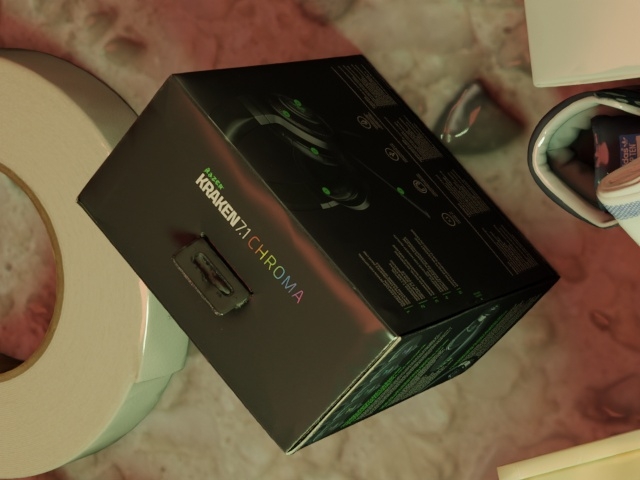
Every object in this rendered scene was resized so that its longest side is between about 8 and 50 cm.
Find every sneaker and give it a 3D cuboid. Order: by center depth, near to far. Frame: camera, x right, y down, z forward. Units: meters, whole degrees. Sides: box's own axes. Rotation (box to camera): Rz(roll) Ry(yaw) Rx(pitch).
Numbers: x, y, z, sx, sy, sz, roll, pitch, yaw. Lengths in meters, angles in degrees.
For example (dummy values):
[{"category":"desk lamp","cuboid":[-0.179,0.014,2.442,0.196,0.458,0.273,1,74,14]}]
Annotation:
[{"category":"sneaker","cuboid":[0.276,-0.063,1.164,0.282,0.153,0.099,-1,98,31]}]

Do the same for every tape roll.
[{"category":"tape roll","cuboid":[-0.289,0.021,1.567,0.392,0.072,0.392,5,100,31]}]

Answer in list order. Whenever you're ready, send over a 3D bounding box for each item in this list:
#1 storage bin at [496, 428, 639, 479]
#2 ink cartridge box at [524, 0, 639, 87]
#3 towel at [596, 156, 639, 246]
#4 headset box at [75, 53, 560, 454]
[{"category":"storage bin","cuboid":[0.301,0.184,1.132,0.262,0.260,0.123,-21,69,30]},{"category":"ink cartridge box","cuboid":[0.224,-0.175,1.164,0.127,0.176,0.128,-5,96,29]},{"category":"towel","cuboid":[0.335,0.014,1.116,0.209,0.034,0.285,-28,121,29]},{"category":"headset box","cuboid":[0.000,0.000,1.265,0.246,0.283,0.131,49,118,14]}]
